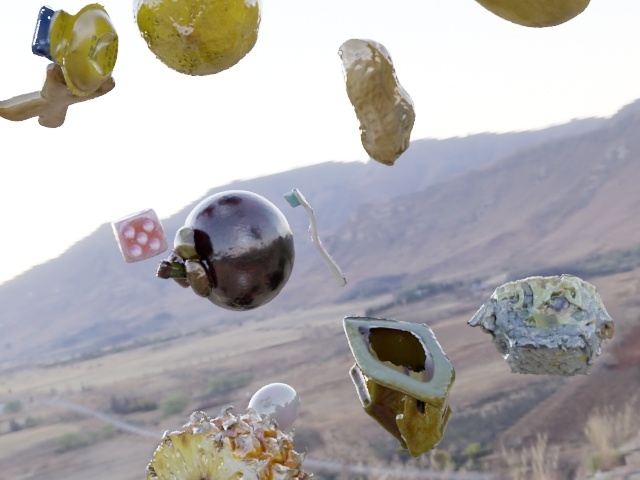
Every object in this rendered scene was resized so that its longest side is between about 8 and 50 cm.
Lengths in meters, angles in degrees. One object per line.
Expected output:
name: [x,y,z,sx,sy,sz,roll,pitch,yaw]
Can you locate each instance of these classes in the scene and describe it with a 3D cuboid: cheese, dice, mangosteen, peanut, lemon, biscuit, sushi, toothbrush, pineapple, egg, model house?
cheese: [-0.438,-0.355,1.677,0.069,0.177,0.270,15,3,15]
dice: [-0.364,-0.011,1.856,0.091,0.094,0.093,-19,11,-14]
mangosteen: [-0.176,0.026,1.676,0.265,0.228,0.228,-18,2,-30]
peanut: [0.087,-0.211,1.390,0.099,0.214,0.099,-19,29,11]
lemon: [-0.229,-0.457,1.772,0.257,0.258,0.310,-13,43,25]
biscuit: [-0.525,-0.282,1.822,0.208,0.047,0.164,-25,-20,35]
sushi: [0.442,0.172,1.837,0.274,0.184,0.139,-3,-40,20]
toothbrush: [0.000,0.000,1.123,0.022,0.017,0.204,-19,-39,9]
pineapple: [-0.149,0.398,1.831,0.344,0.209,0.286,4,12,31]
egg: [-0.101,0.366,2.005,0.103,0.103,0.135,-14,9,41]
model house: [0.149,0.298,1.740,0.173,0.239,0.268,-6,32,-8]

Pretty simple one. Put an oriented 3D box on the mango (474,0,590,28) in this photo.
mango: [0.226,-0.410,1.222,0.142,0.331,0.195,-52,2,-25]
